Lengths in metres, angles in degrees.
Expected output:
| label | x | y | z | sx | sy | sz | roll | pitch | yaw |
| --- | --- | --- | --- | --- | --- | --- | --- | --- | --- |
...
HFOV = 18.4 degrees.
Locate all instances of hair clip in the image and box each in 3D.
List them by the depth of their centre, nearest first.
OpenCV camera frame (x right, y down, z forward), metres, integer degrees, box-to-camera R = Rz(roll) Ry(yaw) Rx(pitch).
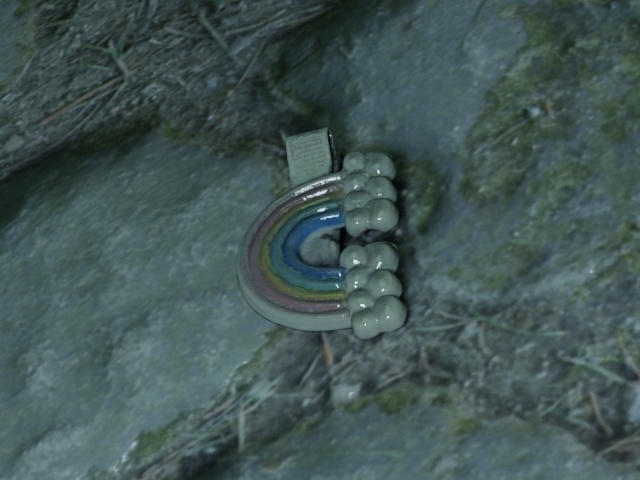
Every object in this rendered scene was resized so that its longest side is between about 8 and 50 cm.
| label | x | y | z | sx | sy | sz | roll | pitch | yaw |
| --- | --- | --- | --- | --- | --- | --- | --- | --- | --- |
| hair clip | 0.000 | 0.000 | 1.606 | 0.140 | 0.054 | 0.220 | -11 | 48 | 12 |
